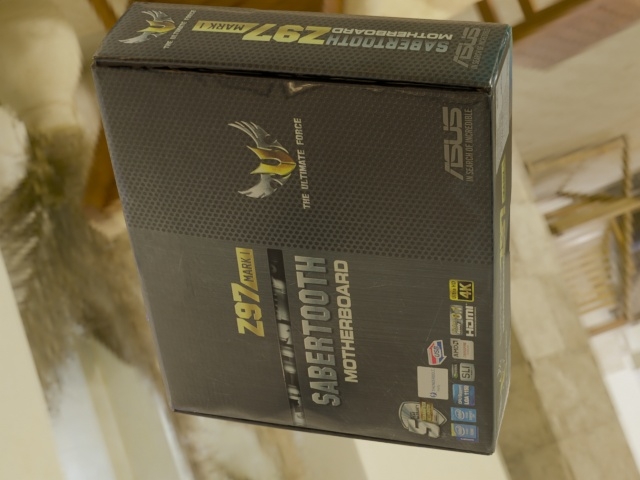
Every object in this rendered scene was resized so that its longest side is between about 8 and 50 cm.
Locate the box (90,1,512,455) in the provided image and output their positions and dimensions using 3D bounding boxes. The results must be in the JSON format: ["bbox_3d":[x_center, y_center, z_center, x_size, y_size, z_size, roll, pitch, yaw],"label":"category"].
[{"bbox_3d":[0.000,0.000,0.637,0.183,0.059,0.232,7,130,15],"label":"box"}]
